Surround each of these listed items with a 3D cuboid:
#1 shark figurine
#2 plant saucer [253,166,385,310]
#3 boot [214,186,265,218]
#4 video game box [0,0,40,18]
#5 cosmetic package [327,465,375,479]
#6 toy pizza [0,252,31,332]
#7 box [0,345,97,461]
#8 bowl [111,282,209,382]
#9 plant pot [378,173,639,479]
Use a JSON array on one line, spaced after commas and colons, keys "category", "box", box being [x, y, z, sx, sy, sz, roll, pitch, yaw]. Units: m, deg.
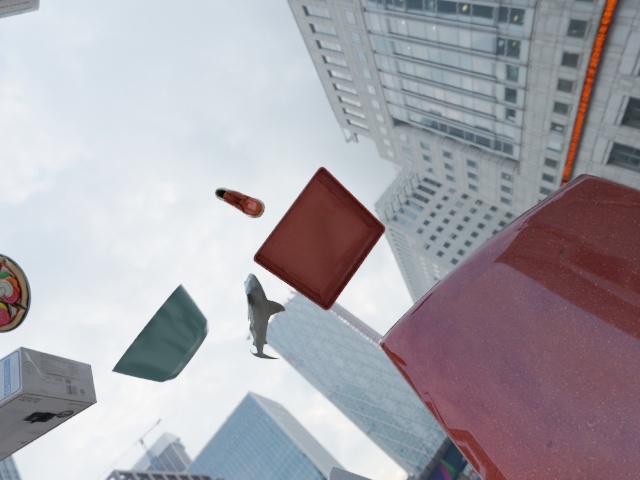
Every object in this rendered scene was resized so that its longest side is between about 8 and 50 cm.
[{"category": "shark figurine", "box": [-0.159, 0.234, 1.213, 0.116, 0.166, 0.278, -7, -89, -12]}, {"category": "plant saucer", "box": [0.000, 0.000, 0.980, 0.258, 0.048, 0.259, 39, -97, -33]}, {"category": "boot", "box": [-0.227, -0.107, 1.158, 0.085, 0.158, 0.059, 20, -87, -57]}, {"category": "video game box", "box": [-0.699, -0.507, 0.791, 0.048, 0.205, 0.187, -46, 8, 41]}, {"category": "cosmetic package", "box": [0.189, 0.556, 0.801, 0.284, 0.378, 0.097, 89, -162, -55]}, {"category": "toy pizza", "box": [-0.795, 0.130, 1.008, 0.201, 0.201, 0.032, -64, -10, 10]}, {"category": "box", "box": [-0.591, 0.320, 0.750, 0.290, 0.087, 0.169, -33, -32, 1]}, {"category": "bowl", "box": [-0.457, 0.302, 1.254, 0.311, 0.163, 0.311, -49, 10, 12]}, {"category": "plant pot", "box": [0.265, 0.103, 0.352, 0.267, 0.267, 0.235, 24, -76, -32]}]
